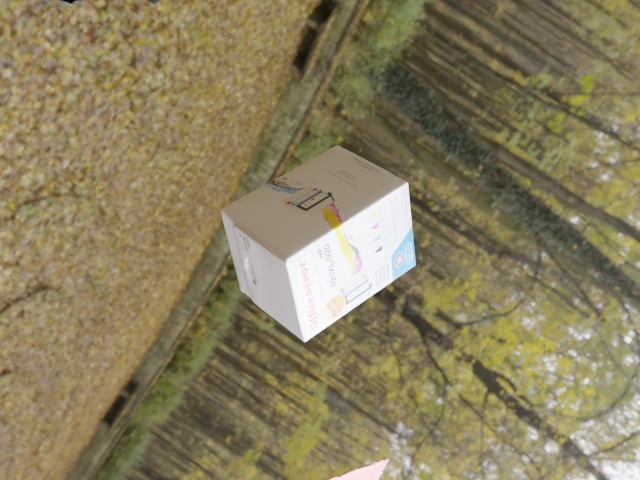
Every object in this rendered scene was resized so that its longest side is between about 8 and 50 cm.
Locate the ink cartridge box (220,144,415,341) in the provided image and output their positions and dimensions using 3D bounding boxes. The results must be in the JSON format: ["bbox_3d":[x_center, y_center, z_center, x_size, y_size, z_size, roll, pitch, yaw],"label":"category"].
[{"bbox_3d":[0.000,0.000,1.173,0.233,0.168,0.171,-32,134,-25],"label":"ink cartridge box"}]

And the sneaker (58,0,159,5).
[{"bbox_3d":[-0.235,-0.246,0.641,0.232,0.090,0.081,-10,165,-32],"label":"sneaker"}]

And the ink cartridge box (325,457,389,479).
[{"bbox_3d":[-0.050,0.229,0.415,0.181,0.056,0.224,-10,133,-32],"label":"ink cartridge box"}]
